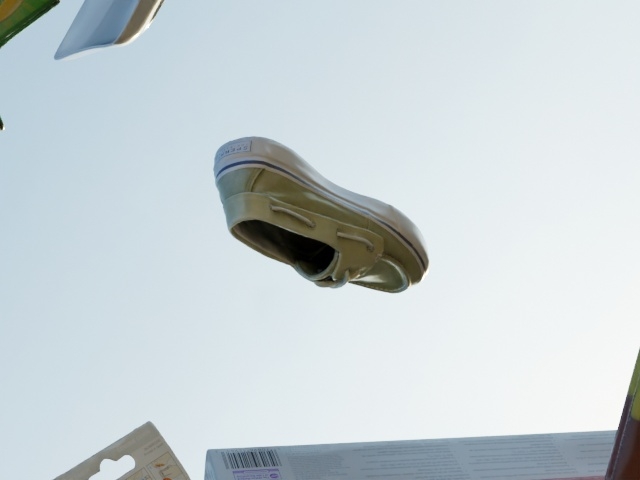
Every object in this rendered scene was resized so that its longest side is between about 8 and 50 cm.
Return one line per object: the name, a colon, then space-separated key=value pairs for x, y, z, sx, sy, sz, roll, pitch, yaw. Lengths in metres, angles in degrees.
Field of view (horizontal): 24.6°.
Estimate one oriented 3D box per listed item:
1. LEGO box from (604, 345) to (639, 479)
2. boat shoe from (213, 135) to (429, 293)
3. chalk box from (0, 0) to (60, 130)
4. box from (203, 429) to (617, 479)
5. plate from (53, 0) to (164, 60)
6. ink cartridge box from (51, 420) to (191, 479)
LEGO box: x=0.327 y=-0.123 z=0.675 sx=0.372 sy=0.193 sz=0.500 roll=-36 pitch=-39 yaw=-53
boat shoe: x=0.000 y=0.000 z=1.461 sx=0.109 sy=0.094 sz=0.302 roll=-21 pitch=-35 yaw=36
chalk box: x=-0.244 y=-0.163 z=0.870 sx=0.132 sy=0.132 sz=0.213 roll=-37 pitch=-63 yaw=-2
box: x=0.082 y=0.176 z=1.002 sx=0.324 sy=0.067 sz=0.063 roll=-1 pitch=-66 yaw=-15
plate: x=-0.246 y=-0.363 z=2.010 sx=0.045 sy=0.277 sz=0.278 roll=33 pitch=-103 yaw=-25
ink cartridge box: x=-0.149 y=0.260 z=1.229 sx=0.045 sy=0.179 sz=0.145 roll=-39 pitch=-6 yaw=38
